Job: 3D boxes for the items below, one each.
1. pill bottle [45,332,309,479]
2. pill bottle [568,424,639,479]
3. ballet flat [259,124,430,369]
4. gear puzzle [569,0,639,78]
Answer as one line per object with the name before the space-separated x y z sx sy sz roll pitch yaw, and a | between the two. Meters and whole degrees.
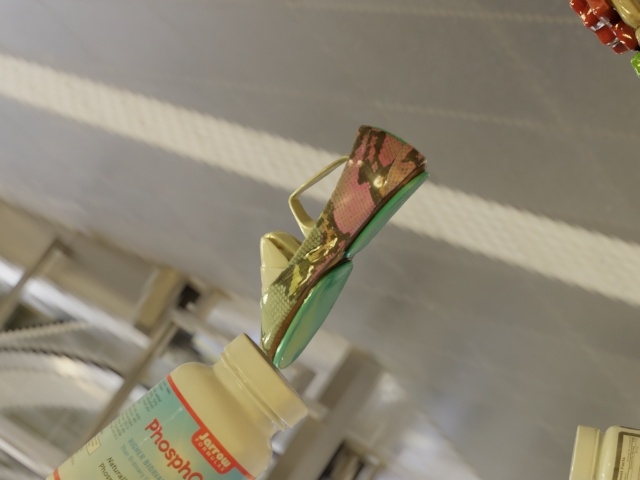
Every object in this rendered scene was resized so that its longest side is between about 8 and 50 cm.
pill bottle | -0.088 0.134 0.979 0.087 0.160 0.087 49 179 2
pill bottle | 0.330 0.234 1.613 0.137 0.078 0.078 9 159 10
ballet flat | 0.000 0.000 1.221 0.079 0.221 0.077 41 -153 13
gear puzzle | 0.197 -0.078 0.835 0.175 0.044 0.339 15 -139 -52
